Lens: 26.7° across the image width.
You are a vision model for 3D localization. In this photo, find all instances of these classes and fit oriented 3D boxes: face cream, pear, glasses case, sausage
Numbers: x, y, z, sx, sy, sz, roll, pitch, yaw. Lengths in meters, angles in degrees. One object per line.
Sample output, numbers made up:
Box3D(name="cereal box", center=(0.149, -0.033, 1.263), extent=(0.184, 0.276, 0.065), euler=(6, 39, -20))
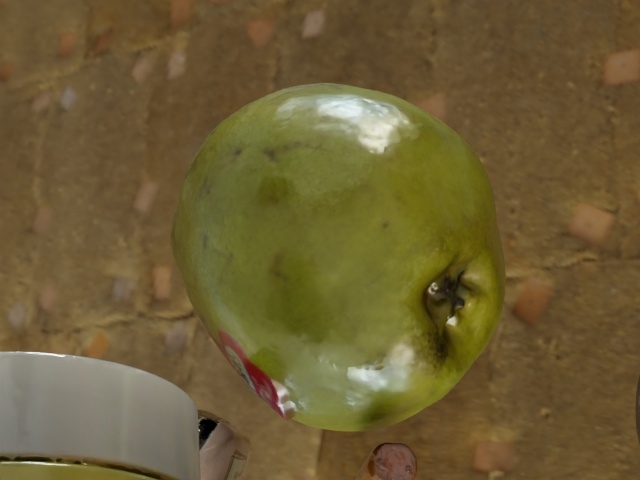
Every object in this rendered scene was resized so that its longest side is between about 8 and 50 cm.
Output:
Box3D(name="face cream", center=(-0.175, 0.185, 0.757), extent=(0.218, 0.218, 0.179), euler=(-24, -123, 35))
Box3D(name="pear", center=(0.000, 0.000, 1.183), extent=(0.375, 0.287, 0.287), euler=(32, -81, 50))
Box3D(name="glasses case", center=(-0.114, 0.210, 1.181), extent=(0.075, 0.314, 0.122), euler=(31, -98, 3))
Box3D(name="sausage", center=(0.052, 0.196, 1.110), extent=(0.131, 0.041, 0.039), euler=(106, -18, -70))

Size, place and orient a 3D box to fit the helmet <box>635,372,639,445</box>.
Box3D(name="helmet", center=(0.392, 0.140, 1.268), extent=(0.305, 0.177, 0.225), euler=(-52, 177, -27))
